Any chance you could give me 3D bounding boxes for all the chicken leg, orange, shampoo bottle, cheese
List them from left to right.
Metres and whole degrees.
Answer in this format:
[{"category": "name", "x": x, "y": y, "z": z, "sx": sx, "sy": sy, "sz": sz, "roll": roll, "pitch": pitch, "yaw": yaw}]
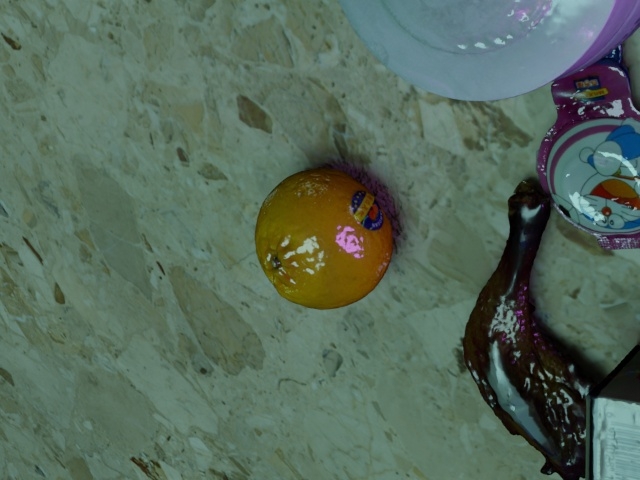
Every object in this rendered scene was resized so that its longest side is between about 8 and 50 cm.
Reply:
[{"category": "orange", "x": 0.003, "y": -0.001, "z": 1.072, "sx": 0.178, "sy": 0.155, "sz": 0.177, "roll": 14, "pitch": 134, "yaw": 15}, {"category": "shampoo bottle", "x": 0.158, "y": -0.263, "z": 0.715, "sx": 0.273, "sy": 0.266, "sz": 0.273, "roll": 16, "pitch": 125, "yaw": 25}, {"category": "chicken leg", "x": 0.243, "y": 0.124, "z": 1.025, "sx": 0.158, "sy": 0.096, "sz": 0.406, "roll": -2, "pitch": 116, "yaw": 32}, {"category": "cheese", "x": 0.284, "y": -0.097, "z": 0.874, "sx": 0.155, "sy": 0.062, "sz": 0.244, "roll": -2, "pitch": 116, "yaw": 37}]

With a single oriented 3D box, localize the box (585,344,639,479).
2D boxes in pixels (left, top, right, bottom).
[{"category": "box", "x": 0.348, "y": 0.285, "z": 0.924, "sx": 0.084, "sy": 0.198, "sz": 0.310, "roll": 4, "pitch": 102, "yaw": 33}]
